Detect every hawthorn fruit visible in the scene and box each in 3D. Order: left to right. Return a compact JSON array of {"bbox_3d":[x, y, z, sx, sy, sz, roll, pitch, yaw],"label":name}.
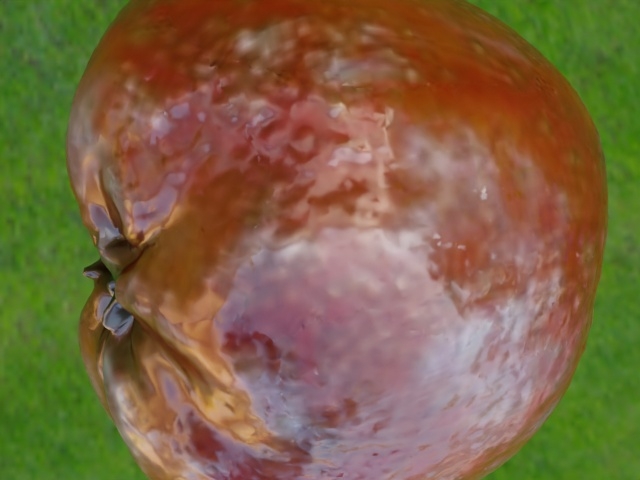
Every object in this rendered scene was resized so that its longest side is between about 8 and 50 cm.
[{"bbox_3d":[0.000,0.000,0.953,0.284,0.284,0.284,-5,138,-5],"label":"hawthorn fruit"}]
